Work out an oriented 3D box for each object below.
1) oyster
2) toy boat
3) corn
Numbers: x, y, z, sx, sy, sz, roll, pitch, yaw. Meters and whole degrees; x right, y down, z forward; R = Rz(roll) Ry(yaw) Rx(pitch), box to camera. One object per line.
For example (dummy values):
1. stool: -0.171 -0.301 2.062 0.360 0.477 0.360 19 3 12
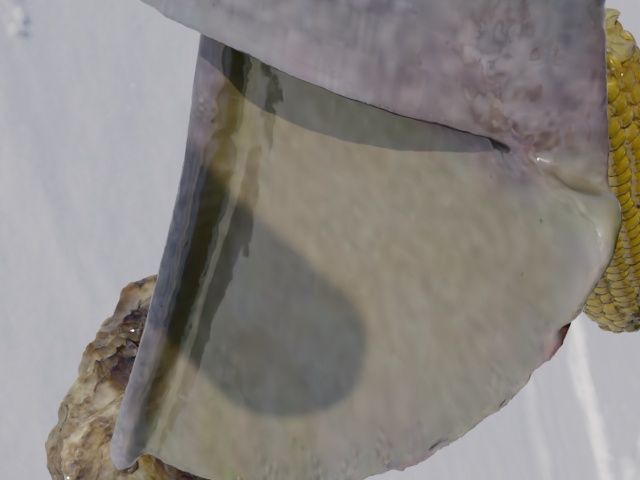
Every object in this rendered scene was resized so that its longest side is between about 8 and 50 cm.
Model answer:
1. oyster: -0.133 0.203 1.197 0.204 0.111 0.396 32 43 -19
2. toy boat: 0.014 -0.024 0.594 0.111 0.276 0.294 -16 107 -47
3. corn: 0.181 -0.037 0.879 0.091 0.091 0.260 51 -9 46
